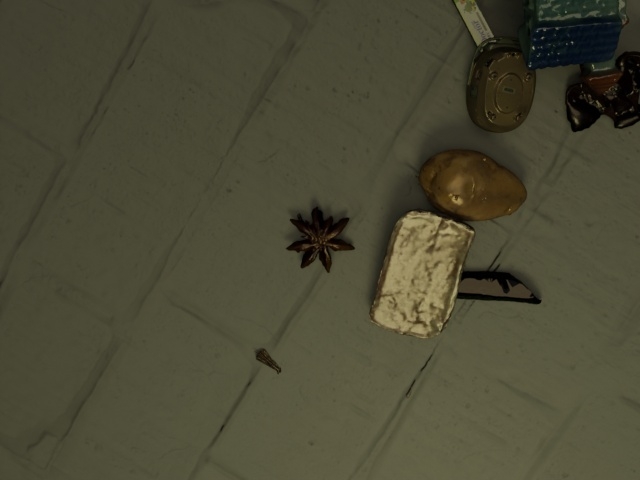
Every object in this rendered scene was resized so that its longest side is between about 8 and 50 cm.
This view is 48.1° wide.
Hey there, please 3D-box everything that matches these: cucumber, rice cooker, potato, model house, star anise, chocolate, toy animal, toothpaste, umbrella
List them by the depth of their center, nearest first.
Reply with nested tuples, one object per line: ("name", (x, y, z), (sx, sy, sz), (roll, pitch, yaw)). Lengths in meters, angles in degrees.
("model house", (0.497, -0.464, 1.480), (0.251, 0.295, 0.330), (-11, 111, 5))
("rice cooker", (0.396, -0.336, 1.566), (0.145, 0.127, 0.207), (2, 115, -5))
("toy animal", (0.631, -0.340, 1.577), (0.218, 0.116, 0.180), (-36, 61, 35))
("potato", (0.335, -0.116, 1.599), (0.234, 0.128, 0.161), (33, 104, -3))
("toothpaste", (0.346, -0.495, 1.607), (0.046, 0.034, 0.164), (-28, 92, 11))
("chocolate", (0.229, 0.072, 1.640), (0.185, 0.100, 0.304), (15, 106, 1))
("cucumber", (0.403, 0.107, 1.658), (0.219, 0.046, 0.071), (3, 88, 6))
("star anise", (0.000, -0.001, 1.681), (0.167, 0.057, 0.168), (1, 95, 7))
("umbrella", (-0.128, 0.294, 1.745), (0.083, 0.020, 0.031), (38, 59, 1))
